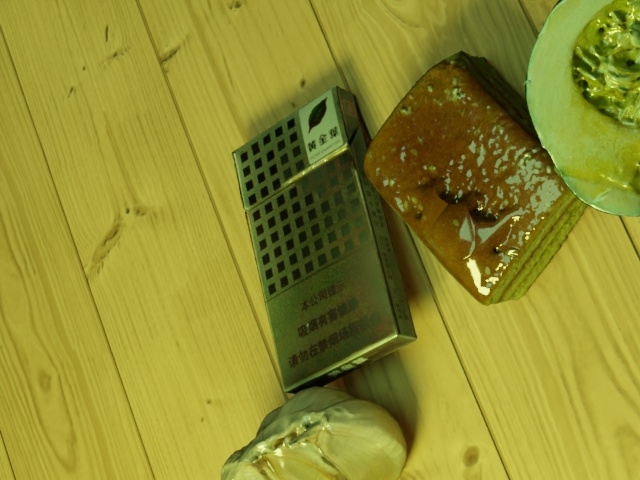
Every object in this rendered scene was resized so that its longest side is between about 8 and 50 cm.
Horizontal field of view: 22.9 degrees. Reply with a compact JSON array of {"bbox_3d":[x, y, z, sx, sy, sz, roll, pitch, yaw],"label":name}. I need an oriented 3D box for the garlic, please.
[{"bbox_3d":[-0.016,0.243,1.829,0.229,0.178,0.143,-25,40,15],"label":"garlic"}]

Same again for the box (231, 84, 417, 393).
[{"bbox_3d":[-0.001,0.000,1.868,0.180,0.047,0.325,-30,62,33],"label":"box"}]

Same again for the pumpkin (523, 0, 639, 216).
[{"bbox_3d":[0.355,-0.165,1.537,0.293,0.197,0.263,-9,100,17],"label":"pumpkin"}]

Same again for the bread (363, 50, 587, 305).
[{"bbox_3d":[0.171,-0.070,1.728,0.234,0.110,0.184,49,115,29],"label":"bread"}]
